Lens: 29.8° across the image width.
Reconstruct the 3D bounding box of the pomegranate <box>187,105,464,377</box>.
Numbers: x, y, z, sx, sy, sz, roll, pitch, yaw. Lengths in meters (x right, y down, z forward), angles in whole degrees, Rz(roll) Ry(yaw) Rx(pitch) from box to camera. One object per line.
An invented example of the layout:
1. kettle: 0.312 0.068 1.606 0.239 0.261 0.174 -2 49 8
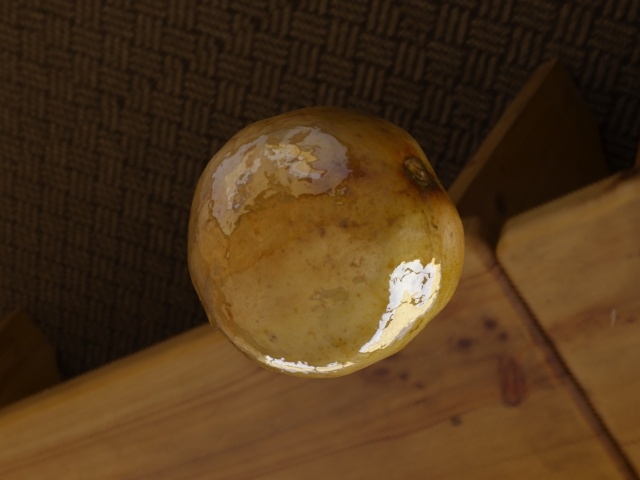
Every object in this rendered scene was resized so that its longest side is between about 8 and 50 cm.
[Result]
1. pomegranate: 0.000 0.000 1.132 0.260 0.260 0.261 12 125 18
